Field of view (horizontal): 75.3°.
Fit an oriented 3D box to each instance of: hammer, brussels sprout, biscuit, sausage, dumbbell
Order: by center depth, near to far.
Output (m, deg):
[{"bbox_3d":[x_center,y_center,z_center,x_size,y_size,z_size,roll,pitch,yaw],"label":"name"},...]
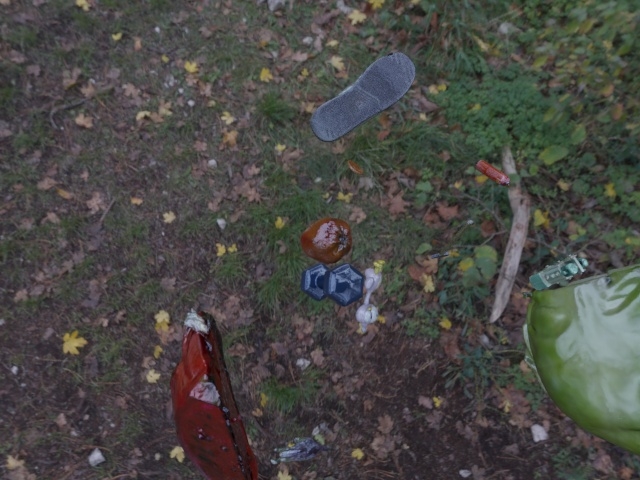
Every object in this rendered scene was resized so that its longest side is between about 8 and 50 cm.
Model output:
[{"bbox_3d":[0.642,0.234,0.811,0.425,0.342,0.361,-13,68,8],"label":"brussels sprout"},{"bbox_3d":[0.366,0.000,1.149,0.062,0.199,0.013,-11,63,-16],"label":"hammer"},{"bbox_3d":[0.490,-0.186,1.169,0.034,0.034,0.129,-12,37,-13],"label":"sausage"},{"bbox_3d":[0.038,0.165,1.606,0.160,0.325,0.144,39,74,-16],"label":"dumbbell"},{"bbox_3d":[0.150,-0.310,1.782,0.078,0.015,0.091,25,31,-27],"label":"biscuit"}]

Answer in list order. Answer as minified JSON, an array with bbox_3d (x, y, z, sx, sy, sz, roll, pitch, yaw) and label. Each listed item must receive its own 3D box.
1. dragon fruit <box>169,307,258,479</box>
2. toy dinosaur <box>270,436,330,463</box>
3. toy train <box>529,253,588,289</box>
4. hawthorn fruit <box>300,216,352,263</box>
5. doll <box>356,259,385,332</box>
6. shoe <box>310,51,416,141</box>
[{"bbox_3d":[-0.182,0.268,0.684,0.100,0.344,0.282,-13,33,-10],"label":"dragon fruit"},{"bbox_3d":[-0.080,0.790,1.556,0.162,0.294,0.077,-20,73,26],"label":"toy dinosaur"},{"bbox_3d":[0.871,0.119,1.518,0.125,0.194,0.081,-21,75,-28],"label":"toy train"},{"bbox_3d":[0.000,0.000,1.368,0.203,0.162,0.163,-7,47,42],"label":"hawthorn fruit"},{"bbox_3d":[0.243,0.276,2.041,0.094,0.160,0.365,11,98,22],"label":"doll"},{"bbox_3d":[0.098,-0.329,0.969,0.275,0.098,0.103,-32,97,7],"label":"shoe"}]
